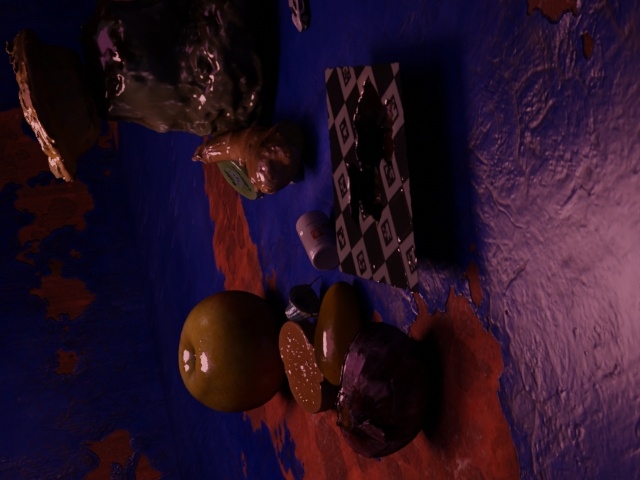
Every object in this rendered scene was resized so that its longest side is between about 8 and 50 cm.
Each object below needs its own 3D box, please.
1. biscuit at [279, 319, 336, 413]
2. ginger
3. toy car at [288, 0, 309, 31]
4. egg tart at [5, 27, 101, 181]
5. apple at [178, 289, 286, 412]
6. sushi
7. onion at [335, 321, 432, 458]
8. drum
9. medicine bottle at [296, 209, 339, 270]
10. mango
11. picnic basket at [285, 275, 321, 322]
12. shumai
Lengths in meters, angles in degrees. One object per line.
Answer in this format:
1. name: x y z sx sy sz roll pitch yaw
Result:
1. biscuit: -0.012 0.212 1.842 0.170 0.050 0.170 38 135 52
2. ginger: -0.123 -0.146 1.857 0.295 0.086 0.131 8 80 52
3. toy car: -0.036 -0.378 1.701 0.041 0.025 0.093 -155 59 -70
4. egg tart: -0.474 -0.248 1.944 0.288 0.118 0.288 165 90 -83
5. apple: -0.173 0.217 2.101 0.261 0.194 0.260 176 90 -66
6. sushi: 0.085 -0.085 1.394 0.294 0.059 0.292 -161 65 -70
7. onion: 0.100 0.200 1.418 0.098 0.151 0.205 22 137 32
8. drum: -0.117 -0.139 1.940 0.130 0.049 0.253 50 161 -9
9. medicine bottle: 0.000 0.000 1.697 0.089 0.057 0.057 -117 26 -45
10. mango: 0.030 0.142 1.642 0.103 0.076 0.160 164 106 -79
11. picnic basket: -0.020 0.103 1.803 0.083 0.083 0.065 -36 47 27
12. shumai: -0.275 -0.341 1.979 0.397 0.324 0.324 105 150 -54
